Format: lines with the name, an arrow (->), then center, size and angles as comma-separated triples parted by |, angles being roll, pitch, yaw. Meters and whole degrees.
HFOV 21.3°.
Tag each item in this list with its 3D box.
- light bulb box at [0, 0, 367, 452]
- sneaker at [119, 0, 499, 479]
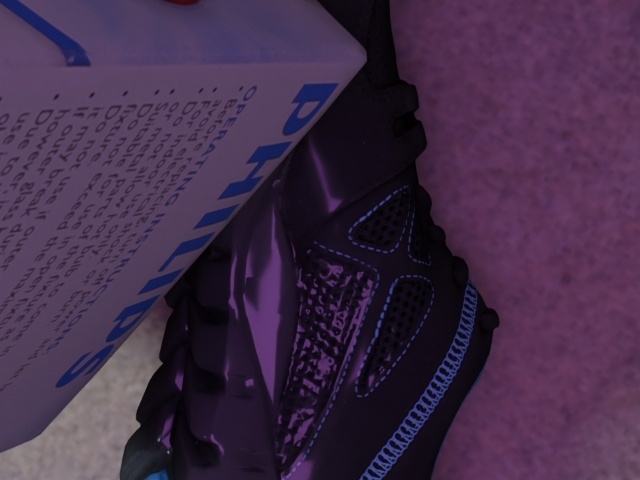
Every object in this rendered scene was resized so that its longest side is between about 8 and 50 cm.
light bulb box -> -0.234, -0.098, 0.520 | 0.358, 0.361, 0.225 | 48, 113, 13
sneaker -> 0.000, 0.000, 0.712 | 0.139, 0.125, 0.341 | 4, 95, -24
